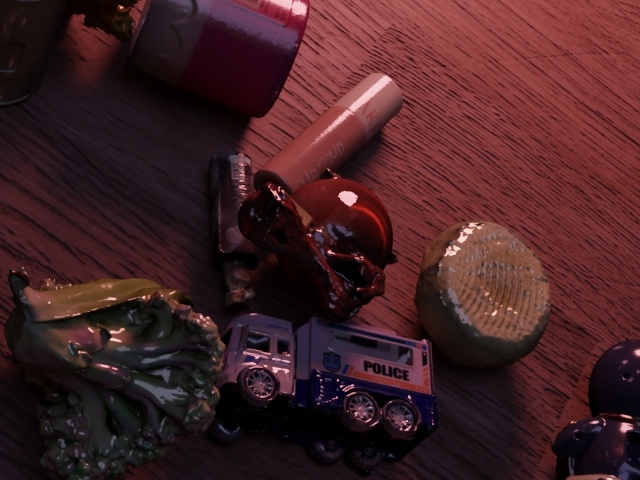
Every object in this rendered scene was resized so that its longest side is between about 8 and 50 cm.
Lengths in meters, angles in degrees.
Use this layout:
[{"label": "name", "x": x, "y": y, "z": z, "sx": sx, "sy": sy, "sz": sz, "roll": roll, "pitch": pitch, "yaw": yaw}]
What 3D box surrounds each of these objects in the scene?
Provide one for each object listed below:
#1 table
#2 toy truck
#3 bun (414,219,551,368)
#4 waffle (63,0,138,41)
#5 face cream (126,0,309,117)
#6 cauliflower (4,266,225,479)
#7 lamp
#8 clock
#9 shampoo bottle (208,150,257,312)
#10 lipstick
[{"label": "table", "x": -0.371, "y": -0.267, "z": 1.413, "sx": 0.126, "sy": 0.220, "sz": 0.126, "roll": 11, "pitch": 60, "yaw": -19}, {"label": "toy truck", "x": -0.005, "y": 0.166, "z": 1.413, "sx": 0.268, "sy": 0.124, "sz": 0.155, "roll": 16, "pitch": 51, "yaw": -19}, {"label": "bun", "x": 0.202, "y": 0.073, "z": 1.560, "sx": 0.195, "sy": 0.118, "sz": 0.195, "roll": 9, "pitch": 67, "yaw": -22}, {"label": "waffle", "x": -0.302, "y": -0.344, "z": 1.456, "sx": 0.291, "sy": 0.291, "sz": 0.051, "roll": 41, "pitch": 73, "yaw": 0}, {"label": "face cream", "x": -0.134, "y": -0.271, "z": 1.553, "sx": 0.194, "sy": 0.175, "sz": 0.175, "roll": 21, "pitch": 57, "yaw": -13}, {"label": "cauliflower", "x": -0.244, "y": 0.114, "z": 1.249, "sx": 0.256, "sy": 0.239, "sz": 0.315, "roll": 49, "pitch": 6, "yaw": 38}, {"label": "lamp", "x": 0.007, "y": -0.009, "z": 1.460, "sx": 0.215, "sy": 0.223, "sz": 0.151, "roll": 39, "pitch": 89, "yaw": -10}, {"label": "clock", "x": 0.414, "y": 0.246, "z": 1.554, "sx": 0.199, "sy": 0.146, "sz": 0.243, "roll": 26, "pitch": 63, "yaw": -5}, {"label": "shampoo bottle", "x": -0.106, "y": -0.011, "z": 1.495, "sx": 0.057, "sy": 0.063, "sz": 0.208, "roll": 0, "pitch": 64, "yaw": -12}, {"label": "lipstick", "x": 0.014, "y": -0.134, "z": 1.612, "sx": 0.070, "sy": 0.070, "sz": 0.254, "roll": 44, "pitch": 55, "yaw": 2}]
